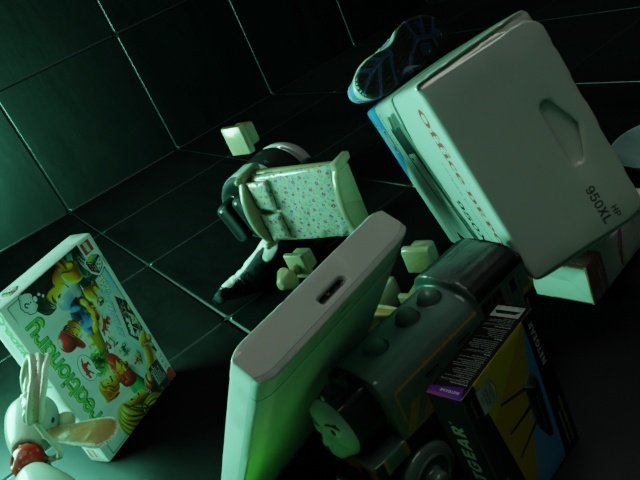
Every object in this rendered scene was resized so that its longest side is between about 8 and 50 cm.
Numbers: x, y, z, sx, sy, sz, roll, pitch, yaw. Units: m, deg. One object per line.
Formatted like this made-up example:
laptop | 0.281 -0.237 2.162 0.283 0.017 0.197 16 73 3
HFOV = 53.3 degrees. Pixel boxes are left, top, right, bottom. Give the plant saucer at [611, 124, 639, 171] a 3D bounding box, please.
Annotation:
plant saucer | 0.595 -0.155 1.074 0.195 0.037 0.195 -21 24 10

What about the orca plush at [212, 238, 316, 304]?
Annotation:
orca plush | -0.078 0.039 1.244 0.102 0.151 0.287 34 54 26

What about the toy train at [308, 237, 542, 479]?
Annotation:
toy train | 0.129 0.146 0.728 0.334 0.190 0.142 -37 27 -24

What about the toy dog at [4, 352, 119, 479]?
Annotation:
toy dog | -0.308 0.319 0.818 0.220 0.161 0.334 -53 42 35

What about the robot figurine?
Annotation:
robot figurine | -0.118 -0.114 1.500 0.209 0.174 0.278 16 42 22

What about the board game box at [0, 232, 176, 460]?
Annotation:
board game box | -0.363 0.167 1.003 0.053 0.305 0.193 -7 31 30

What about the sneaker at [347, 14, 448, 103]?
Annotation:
sneaker | 0.124 -0.300 1.055 0.211 0.080 0.081 -37 7 -18

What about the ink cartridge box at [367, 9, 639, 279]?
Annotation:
ink cartridge box | 0.233 -0.130 0.928 0.166 0.285 0.395 -35 8 1

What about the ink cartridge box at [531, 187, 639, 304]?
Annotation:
ink cartridge box | 0.387 0.000 0.926 0.198 0.067 0.115 -40 29 -27

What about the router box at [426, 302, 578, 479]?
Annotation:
router box | 0.187 0.173 0.635 0.133 0.179 0.046 -42 27 -30

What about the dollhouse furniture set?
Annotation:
dollhouse furniture set | 0.000 0.000 0.939 0.303 0.356 0.174 -2 34 39

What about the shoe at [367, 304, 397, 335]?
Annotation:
shoe | 0.059 0.110 0.870 0.219 0.077 0.058 2 34 15

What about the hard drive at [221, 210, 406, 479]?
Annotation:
hard drive | -0.019 0.153 0.717 0.047 0.353 0.233 34 53 16
